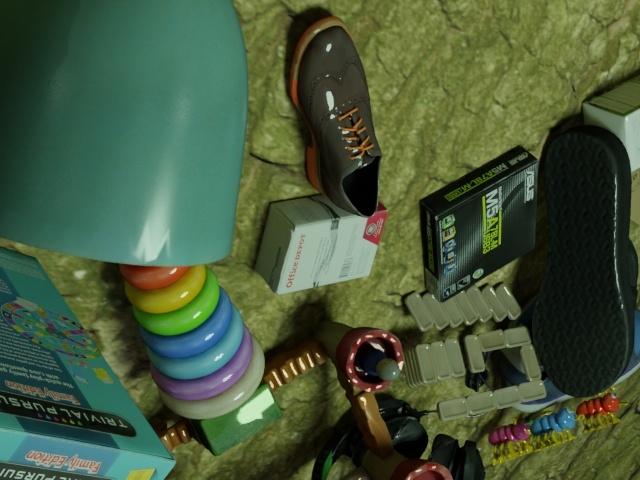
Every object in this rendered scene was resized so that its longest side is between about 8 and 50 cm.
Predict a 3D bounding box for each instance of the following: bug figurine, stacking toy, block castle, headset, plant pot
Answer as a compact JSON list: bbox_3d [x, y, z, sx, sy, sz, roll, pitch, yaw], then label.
[{"bbox_3d":[0.415,0.327,2.097,0.216,0.072,0.279,-27,166,33],"label":"bug figurine"},{"bbox_3d":[-0.173,0.065,1.379,0.141,0.141,0.330,-33,136,-14],"label":"stacking toy"},{"bbox_3d":[-0.062,0.330,1.555,0.453,0.213,0.303,-28,108,-19],"label":"block castle"},{"bbox_3d":[0.152,0.319,1.816,0.394,0.243,0.185,-44,151,-36],"label":"headset"},{"bbox_3d":[-0.198,-0.135,1.062,0.293,0.293,0.235,2,107,-42],"label":"plant pot"}]

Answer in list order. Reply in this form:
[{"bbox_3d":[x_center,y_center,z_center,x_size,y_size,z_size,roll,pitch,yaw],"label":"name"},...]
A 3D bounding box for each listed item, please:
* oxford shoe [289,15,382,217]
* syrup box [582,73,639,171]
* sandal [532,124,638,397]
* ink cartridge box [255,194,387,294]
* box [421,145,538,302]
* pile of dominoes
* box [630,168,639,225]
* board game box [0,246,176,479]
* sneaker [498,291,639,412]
[{"bbox_3d":[0.033,-0.141,1.388,0.097,0.098,0.271,-31,140,-16],"label":"oxford shoe"},{"bbox_3d":[0.510,-0.198,1.740,0.237,0.093,0.096,-26,121,-21],"label":"syrup box"},{"bbox_3d":[0.420,0.039,1.776,0.107,0.168,0.445,-23,123,-39],"label":"sandal"},{"bbox_3d":[0.000,0.000,1.516,0.150,0.063,0.109,-10,131,-34],"label":"ink cartridge box"},{"bbox_3d":[0.234,-0.021,1.716,0.184,0.045,0.190,-27,139,-17],"label":"box"},{"bbox_3d":[0.229,0.168,1.811,0.251,0.196,0.040,-5,167,-39],"label":"pile of dominoes"},{"bbox_3d":[0.524,-0.116,1.901,0.201,0.021,0.164,23,108,-50],"label":"box"},{"bbox_3d":[-0.322,0.109,1.117,0.254,0.336,0.079,24,107,-49],"label":"board game box"},{"bbox_3d":[0.446,0.150,1.985,0.323,0.130,0.236,-23,142,-16],"label":"sneaker"}]
